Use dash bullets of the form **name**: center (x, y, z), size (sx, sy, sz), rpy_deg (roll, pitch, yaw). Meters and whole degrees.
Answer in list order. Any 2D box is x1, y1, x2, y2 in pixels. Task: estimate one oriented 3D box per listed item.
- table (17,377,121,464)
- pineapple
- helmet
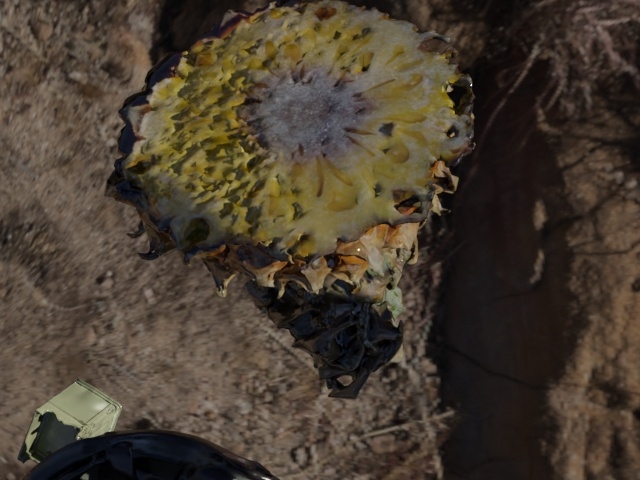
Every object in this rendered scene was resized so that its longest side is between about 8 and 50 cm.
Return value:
- **table**: center (-0.273, 0.211, 1.178), size (0.062, 0.083, 0.079), rpy_deg (30, 114, 11)
- **pineapple**: center (0.000, 0.000, 0.807), size (0.262, 0.272, 0.262), rpy_deg (-7, 51, 9)
- **helmet**: center (-0.132, 0.290, 0.978), size (0.305, 0.177, 0.225), rpy_deg (24, 84, -2)
